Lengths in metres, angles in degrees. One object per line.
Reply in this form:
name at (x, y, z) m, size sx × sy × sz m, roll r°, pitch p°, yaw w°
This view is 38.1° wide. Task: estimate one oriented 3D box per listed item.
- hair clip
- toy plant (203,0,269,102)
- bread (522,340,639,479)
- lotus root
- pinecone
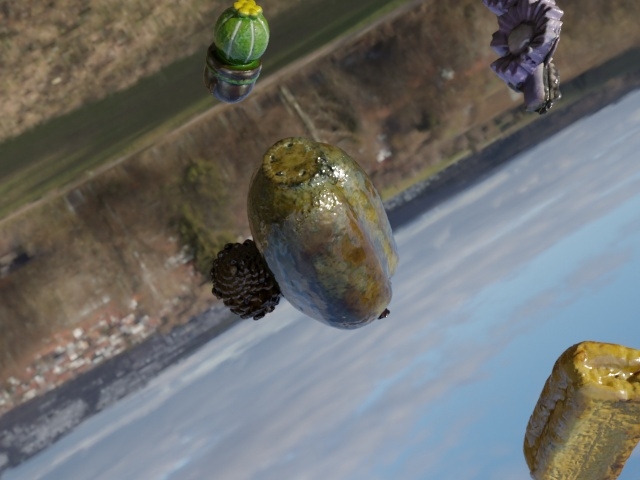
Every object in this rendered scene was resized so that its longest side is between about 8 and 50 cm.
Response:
hair clip at (0.238, -0.268, 1.058) m, size 0.084 × 0.292 × 0.106 m, roll 21°, pitch 148°, yaw -28°
toy plant at (-0.131, -0.300, 1.449) m, size 0.092 × 0.093 × 0.162 m, roll -30°, pitch 153°, yaw -40°
bread at (0.292, 0.191, 1.006) m, size 0.211 × 0.113 × 0.083 m, roll 99°, pitch -1°, yaw -48°
lotus root at (0.000, 0.000, 1.109) m, size 0.160 × 0.275 × 0.152 m, roll 10°, pitch -127°, yaw 31°
pinecone at (-0.096, 0.057, 1.207) m, size 0.102 × 0.102 × 0.109 m, roll -30°, pitch 144°, yaw -30°
